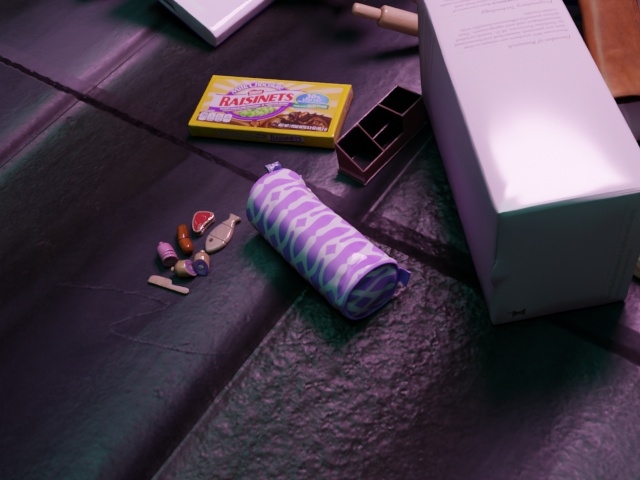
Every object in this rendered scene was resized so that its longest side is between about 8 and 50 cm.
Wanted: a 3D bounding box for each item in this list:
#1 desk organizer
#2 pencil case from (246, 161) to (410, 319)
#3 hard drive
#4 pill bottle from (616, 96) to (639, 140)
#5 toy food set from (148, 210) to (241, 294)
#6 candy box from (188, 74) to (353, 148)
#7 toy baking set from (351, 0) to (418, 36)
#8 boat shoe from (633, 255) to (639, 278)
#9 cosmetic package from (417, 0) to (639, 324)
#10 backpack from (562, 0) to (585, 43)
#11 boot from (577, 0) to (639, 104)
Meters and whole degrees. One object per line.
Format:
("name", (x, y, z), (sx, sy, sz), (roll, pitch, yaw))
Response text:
("desk organizer", (0.077, -0.136, 0.986), (0.047, 0.050, 0.130), (31, 64, 29))
("pencil case", (0.000, 0.000, 0.880), (0.088, 0.086, 0.206), (-18, 49, -34))
("hard drive", (-0.130, -0.468, 1.243), (0.210, 0.040, 0.319), (41, 68, 9))
("pill bottle", (0.417, -0.202, 0.923), (0.229, 0.131, 0.131), (-29, 53, -11))
("toy food set", (-0.157, 0.005, 0.940), (0.078, 0.019, 0.122), (15, 57, 21))
("candy box", (-0.067, -0.178, 1.060), (0.206, 0.027, 0.105), (7, 51, 15))
("toy baking set", (0.147, -0.374, 1.112), (0.256, 0.030, 0.196), (14, 69, -14))
("boat shoe", (0.417, 0.038, 0.765), (0.285, 0.089, 0.104), (33, 65, 30))
("cosmetic package", (0.214, -0.118, 0.857), (0.155, 0.197, 0.365), (-11, 53, 1))
("backpack", (0.396, -0.396, 1.023), (0.356, 0.273, 0.290), (-32, 62, -33))
("boot", (0.386, -0.301, 0.829), (0.264, 0.096, 0.280), (-15, 79, -2))
